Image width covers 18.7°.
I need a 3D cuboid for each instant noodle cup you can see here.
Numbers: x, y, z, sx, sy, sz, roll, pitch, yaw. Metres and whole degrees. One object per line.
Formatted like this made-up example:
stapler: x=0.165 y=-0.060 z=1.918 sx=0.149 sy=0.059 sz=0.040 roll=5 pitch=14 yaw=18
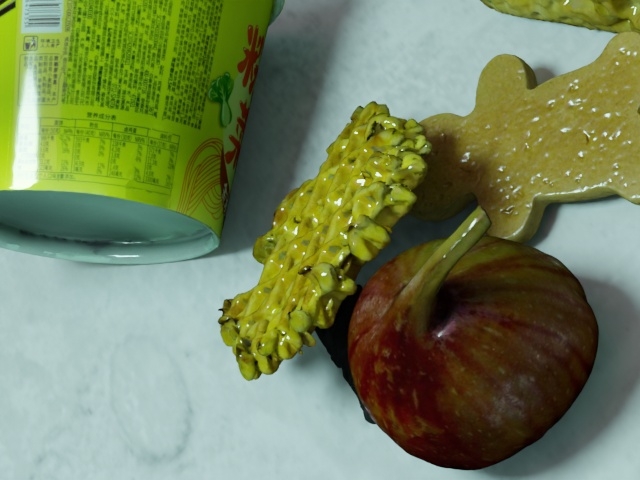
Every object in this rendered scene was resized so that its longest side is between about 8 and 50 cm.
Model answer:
instant noodle cup: x=-0.188 y=-0.113 z=1.602 sx=0.311 sy=0.311 sz=0.221 roll=-5 pitch=72 yaw=34

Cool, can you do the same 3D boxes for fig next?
fig: x=0.088 y=0.064 z=1.339 sx=0.175 sy=0.207 sz=0.175 roll=-11 pitch=67 yaw=28

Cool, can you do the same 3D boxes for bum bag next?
bum bag: x=0.031 y=0.084 z=1.484 sx=0.058 sy=0.034 sz=0.124 roll=-53 pitch=45 yaw=19

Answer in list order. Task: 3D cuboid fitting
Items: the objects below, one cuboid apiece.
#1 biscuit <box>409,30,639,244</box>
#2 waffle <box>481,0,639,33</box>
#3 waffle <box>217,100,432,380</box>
biscuit: x=0.160 y=-0.070 z=1.472 sx=0.240 sy=0.035 sz=0.158 roll=-12 pitch=62 yaw=32
waffle: x=0.201 y=-0.214 z=1.434 sx=0.274 sy=0.168 sz=0.057 roll=17 pitch=70 yaw=40
waffle: x=0.000 y=0.000 z=1.466 sx=0.228 sy=0.051 sz=0.231 roll=-50 pitch=14 yaw=8
